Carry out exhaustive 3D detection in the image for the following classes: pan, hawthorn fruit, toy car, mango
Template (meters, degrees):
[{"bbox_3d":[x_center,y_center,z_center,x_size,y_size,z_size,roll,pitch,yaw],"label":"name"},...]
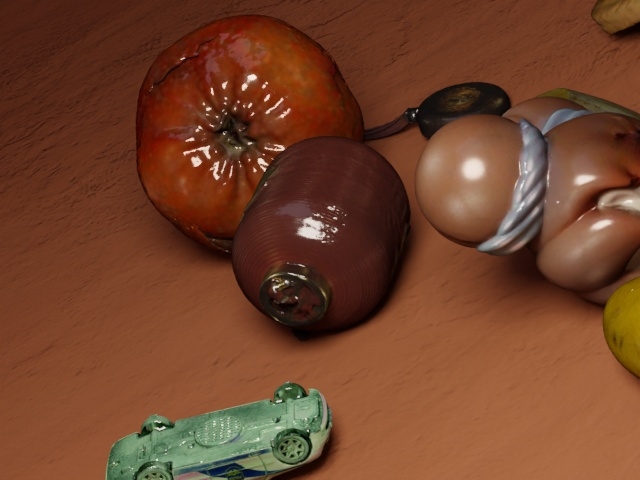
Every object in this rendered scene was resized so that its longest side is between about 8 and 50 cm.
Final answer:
[{"bbox_3d":[0.128,-0.151,2.353,0.212,0.040,0.115,-6,28,33],"label":"pan"},{"bbox_3d":[-0.094,-0.132,2.295,0.276,0.276,0.307,-27,13,-2],"label":"hawthorn fruit"},{"bbox_3d":[-0.094,0.207,1.873,0.224,0.076,0.090,-14,27,6],"label":"toy car"},{"bbox_3d":[0.328,0.075,1.725,0.137,0.098,0.195,-37,21,-15],"label":"mango"}]

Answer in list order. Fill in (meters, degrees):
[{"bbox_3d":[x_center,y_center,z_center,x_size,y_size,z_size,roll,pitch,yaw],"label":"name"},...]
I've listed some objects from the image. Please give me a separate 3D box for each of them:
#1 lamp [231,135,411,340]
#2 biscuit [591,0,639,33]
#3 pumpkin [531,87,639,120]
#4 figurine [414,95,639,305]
[{"bbox_3d":[0.000,0.000,2.066,0.180,0.180,0.258,-12,32,26],"label":"lamp"},{"bbox_3d":[0.465,-0.375,2.349,0.376,0.051,0.269,-43,12,-27],"label":"biscuit"},{"bbox_3d":[0.253,-0.102,2.095,0.217,0.110,0.217,-24,30,15],"label":"pumpkin"},{"bbox_3d":[0.306,-0.088,1.810,0.388,0.248,0.276,-38,-13,32],"label":"figurine"}]
